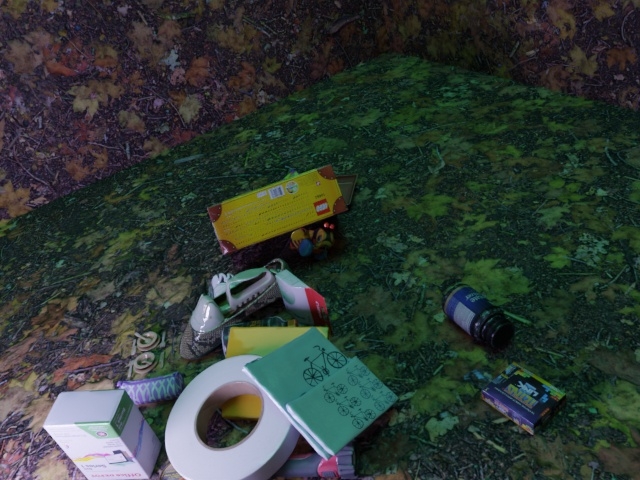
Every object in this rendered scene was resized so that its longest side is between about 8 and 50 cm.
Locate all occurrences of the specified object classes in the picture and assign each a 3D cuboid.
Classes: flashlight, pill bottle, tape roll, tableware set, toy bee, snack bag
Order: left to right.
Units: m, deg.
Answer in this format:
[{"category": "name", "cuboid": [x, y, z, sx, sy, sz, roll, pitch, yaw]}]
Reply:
[{"category": "tableware set", "cuboid": [-0.618, 0.388, 2.067, 0.128, 0.039, 0.194, -15, 35, -1]}, {"category": "tape roll", "cuboid": [-0.238, 0.496, 1.605, 0.391, 0.072, 0.392, -13, 42, 12]}, {"category": "pill bottle", "cuboid": [-0.190, 0.324, 1.926, 0.245, 0.131, 0.131, -12, 35, 4]}, {"category": "flashlight", "cuboid": [-0.046, 0.578, 1.551, 0.303, 0.103, 0.103, -6, 79, 17]}, {"category": "toy bee", "cuboid": [0.000, 0.000, 2.286, 0.298, 0.162, 0.195, 25, 9, 32]}, {"category": "snack bag", "cuboid": [0.005, 0.392, 1.603, 0.342, 0.037, 0.323, 41, 37, 23]}, {"category": "pill bottle", "cuboid": [0.491, 0.236, 1.816, 0.122, 0.123, 0.219, -27, 37, -17]}]

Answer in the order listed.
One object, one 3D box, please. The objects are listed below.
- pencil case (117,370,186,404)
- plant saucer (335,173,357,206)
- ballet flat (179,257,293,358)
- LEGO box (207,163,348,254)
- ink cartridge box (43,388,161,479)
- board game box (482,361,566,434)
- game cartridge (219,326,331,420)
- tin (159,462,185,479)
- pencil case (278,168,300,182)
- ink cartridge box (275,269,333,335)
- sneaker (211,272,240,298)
[{"category": "pencil case", "cuboid": [-0.539, 0.475, 1.874, 0.205, 0.088, 0.086, -12, 33, 4]}, {"category": "plant saucer", "cuboid": [0.031, -0.209, 2.671, 0.258, 0.048, 0.259, -3, 35, 16]}, {"category": "ballet flat", "cuboid": [-0.309, 0.212, 2.031, 0.482, 0.182, 0.164, -34, 49, -15]}, {"category": "LEGO box", "cuboid": [-0.175, -0.119, 2.335, 0.499, 0.193, 0.372, -20, 2, -5]}, {"category": "ink cartridge box", "cuboid": [-0.597, 0.546, 1.630, 0.201, 0.278, 0.117, -6, 38, 11]}, {"category": "board game box", "cuboid": [0.553, 0.426, 1.594, 0.141, 0.048, 0.170, -31, 38, -25]}, {"category": "game cartridge", "cuboid": [-0.137, 0.400, 1.770, 0.323, 0.053, 0.286, -2, 60, 13]}, {"category": "tin", "cuboid": [-0.348, 0.648, 1.610, 0.189, 0.040, 0.106, -11, 39, 5]}, {"category": "pencil case", "cuboid": [-0.176, -0.223, 2.681, 0.236, 0.104, 0.104, -42, 42, -16]}, {"category": "ink cartridge box", "cuboid": [-0.056, 0.219, 1.982, 0.056, 0.181, 0.224, -30, 39, -21]}, {"category": "sneaker", "cuboid": [-0.261, 0.180, 2.198, 0.291, 0.110, 0.119, -8, 58, 0]}]
